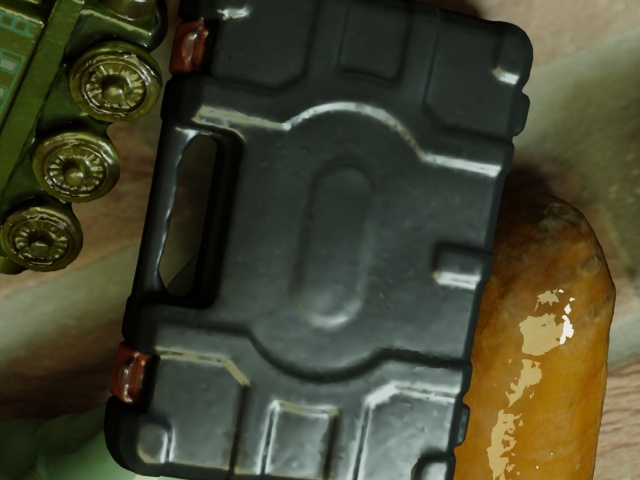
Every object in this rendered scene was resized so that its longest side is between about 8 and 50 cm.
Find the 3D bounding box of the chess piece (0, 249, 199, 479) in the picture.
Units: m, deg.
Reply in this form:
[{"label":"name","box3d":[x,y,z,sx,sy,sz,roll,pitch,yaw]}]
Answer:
[{"label":"chess piece","box3d":[-0.103,0.126,0.901,0.194,0.194,0.299,30,113,-30]}]

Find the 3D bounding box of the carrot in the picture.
[{"label":"carrot","box3d":[0.125,0.074,0.893,0.159,0.159,0.225,2,129,-10]}]

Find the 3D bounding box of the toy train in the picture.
[{"label":"toy train","box3d":[-0.175,-0.075,0.758,0.137,0.090,0.225,19,127,-19]}]

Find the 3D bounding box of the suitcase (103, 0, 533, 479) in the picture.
[{"label":"suitcase","box3d":[0.000,0.000,0.763,0.206,0.066,0.285,10,90,-18]}]
